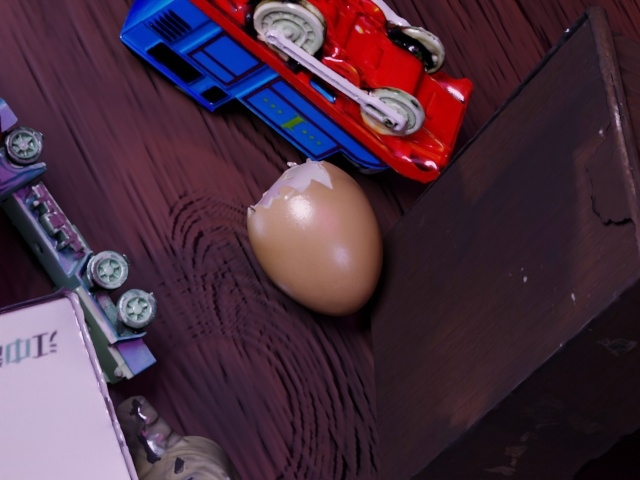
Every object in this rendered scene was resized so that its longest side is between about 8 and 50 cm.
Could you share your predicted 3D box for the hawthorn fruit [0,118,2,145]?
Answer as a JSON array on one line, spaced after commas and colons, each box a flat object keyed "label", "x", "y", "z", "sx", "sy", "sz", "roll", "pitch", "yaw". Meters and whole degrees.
[{"label": "hawthorn fruit", "x": -0.291, "y": -0.068, "z": 0.741, "sx": 0.262, "sy": 0.210, "sz": 0.210, "roll": 39, "pitch": 55, "yaw": 19}]

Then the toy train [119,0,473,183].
[{"label": "toy train", "x": -0.011, "y": -0.116, "z": 0.954, "sx": 0.204, "sy": 0.131, "sz": 0.083, "roll": 38, "pitch": 53, "yaw": -25}]

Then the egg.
[{"label": "egg", "x": 0.000, "y": 0.000, "z": 0.940, "sx": 0.080, "sy": 0.080, "sz": 0.096, "roll": -44, "pitch": 103, "yaw": -32}]

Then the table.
[{"label": "table", "x": 0.212, "y": 0.055, "z": 0.909, "sx": 0.282, "sy": 0.250, "sz": 0.196, "roll": 20, "pitch": 43, "yaw": -23}]

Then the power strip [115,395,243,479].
[{"label": "power strip", "x": -0.005, "y": 0.251, "z": 0.821, "sx": 0.066, "sy": 0.092, "sz": 0.388, "roll": -31, "pitch": 95, "yaw": -4}]

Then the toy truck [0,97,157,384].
[{"label": "toy truck", "x": -0.166, "y": 0.013, "z": 0.859, "sx": 0.081, "sy": 0.067, "sz": 0.175, "roll": -36, "pitch": 95, "yaw": -27}]

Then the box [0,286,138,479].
[{"label": "box", "x": -0.255, "y": 0.155, "z": 0.710, "sx": 0.332, "sy": 0.145, "sz": 0.173, "roll": -14, "pitch": 78, "yaw": -32}]
